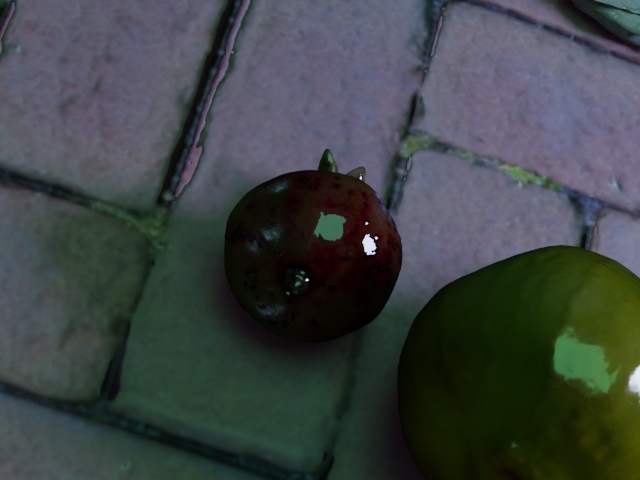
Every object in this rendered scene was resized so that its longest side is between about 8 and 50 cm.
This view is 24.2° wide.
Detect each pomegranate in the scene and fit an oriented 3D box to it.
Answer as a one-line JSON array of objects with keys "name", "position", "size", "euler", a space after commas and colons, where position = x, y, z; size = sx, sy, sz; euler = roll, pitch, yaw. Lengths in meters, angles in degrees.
[{"name": "pomegranate", "position": [0.006, 0.002, 1.091], "size": [0.129, 0.129, 0.159], "euler": [42, 49, 10]}]

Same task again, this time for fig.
[{"name": "fig", "position": [0.154, 0.099, 1.037], "size": [0.207, 0.207, 0.230], "euler": [15, 28, -8]}]

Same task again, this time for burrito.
[{"name": "burrito", "position": [0.278, -0.207, 1.338], "size": [0.118, 0.044, 0.074], "euler": [42, 55, 13]}]
